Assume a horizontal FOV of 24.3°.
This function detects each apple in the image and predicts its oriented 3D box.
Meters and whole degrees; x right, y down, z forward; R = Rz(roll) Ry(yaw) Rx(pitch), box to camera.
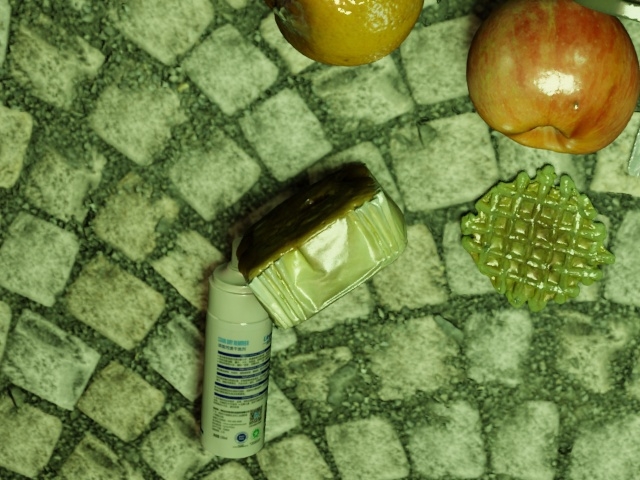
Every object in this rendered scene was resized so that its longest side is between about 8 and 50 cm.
[{"bbox_3d":[0.268,-0.188,1.719,0.209,0.209,0.164,4,75,7],"label":"apple"}]

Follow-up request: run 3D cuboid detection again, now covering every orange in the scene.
[{"bbox_3d":[0.013,-0.305,1.698,0.170,0.224,0.224,-36,110,-22],"label":"orange"}]

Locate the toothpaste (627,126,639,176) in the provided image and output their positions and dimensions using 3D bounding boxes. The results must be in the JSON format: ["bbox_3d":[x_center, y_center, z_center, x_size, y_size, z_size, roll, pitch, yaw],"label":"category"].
[{"bbox_3d":[0.531,-0.094,1.801,0.299,0.073,0.114,16,116,9],"label":"toothpaste"}]

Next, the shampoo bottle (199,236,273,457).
[{"bbox_3d":[-0.111,0.139,1.979,0.092,0.092,0.303,6,114,6],"label":"shampoo bottle"}]

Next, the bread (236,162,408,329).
[{"bbox_3d":[-0.002,0.000,1.827,0.210,0.192,0.110,-34,107,3],"label":"bread"}]

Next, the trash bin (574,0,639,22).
[{"bbox_3d":[0.404,-0.367,1.617,0.219,0.219,0.250,13,109,0],"label":"trash bin"}]

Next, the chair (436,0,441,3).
[{"bbox_3d":[0.171,-0.422,1.659,0.158,0.172,0.247,-15,118,15],"label":"chair"}]

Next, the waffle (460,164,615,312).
[{"bbox_3d":[0.276,0.000,1.891,0.169,0.036,0.183,-34,106,19],"label":"waffle"}]
